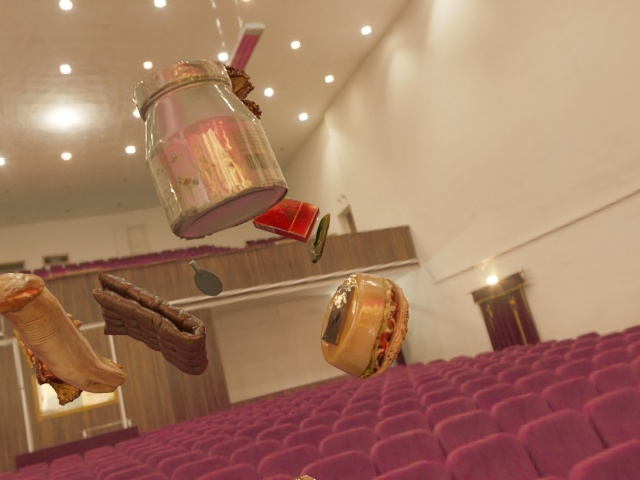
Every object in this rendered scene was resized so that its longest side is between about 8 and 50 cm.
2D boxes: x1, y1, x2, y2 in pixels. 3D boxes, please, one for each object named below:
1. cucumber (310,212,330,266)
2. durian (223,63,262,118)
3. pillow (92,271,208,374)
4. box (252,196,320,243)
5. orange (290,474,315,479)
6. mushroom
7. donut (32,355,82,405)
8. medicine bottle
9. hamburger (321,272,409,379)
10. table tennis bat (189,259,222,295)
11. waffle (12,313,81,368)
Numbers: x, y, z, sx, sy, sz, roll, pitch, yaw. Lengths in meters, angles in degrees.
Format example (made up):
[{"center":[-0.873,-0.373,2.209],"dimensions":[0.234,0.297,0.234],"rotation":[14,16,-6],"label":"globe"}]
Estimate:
[{"center":[0.000,0.000,1.769],"dimensions":[0.039,0.168,0.039],"rotation":[16,-2,1],"label":"cucumber"},{"center":[-0.245,-0.342,1.522],"dimensions":[0.166,0.196,0.196],"rotation":[17,-31,-36],"label":"durian"},{"center":[-0.442,0.226,1.594],"dimensions":[0.326,0.101,0.228],"rotation":[23,-33,8],"label":"pillow"},{"center":[-0.101,-0.069,1.786],"dimensions":[0.175,0.112,0.048],"rotation":[16,-23,17],"label":"box"},{"center":[-0.050,0.798,1.676],"dimensions":[0.183,0.249,0.249],"rotation":[-39,-17,5],"label":"orange"},{"center":[-0.507,0.192,1.168],"dimensions":[0.122,0.095,0.351],"rotation":[-12,-45,14],"label":"mushroom"},{"center":[-0.814,0.398,1.905],"dimensions":[0.095,0.216,0.230],"rotation":[-17,-52,-3],"label":"donut"},{"center":[-0.225,-0.180,1.181],"dimensions":[0.244,0.290,0.245],"rotation":[-23,-8,-4],"label":"medicine bottle"},{"center":[0.123,0.233,1.628],"dimensions":[0.176,0.300,0.300],"rotation":[18,-24,-16],"label":"hamburger"},{"center":[-0.410,0.135,2.131],"dimensions":[0.100,0.155,0.019],"rotation":[-30,18,29],"label":"table tennis bat"},{"center":[-0.942,0.330,2.109],"dimensions":[0.210,0.161,0.055],"rotation":[-26,-5,-41],"label":"waffle"}]
